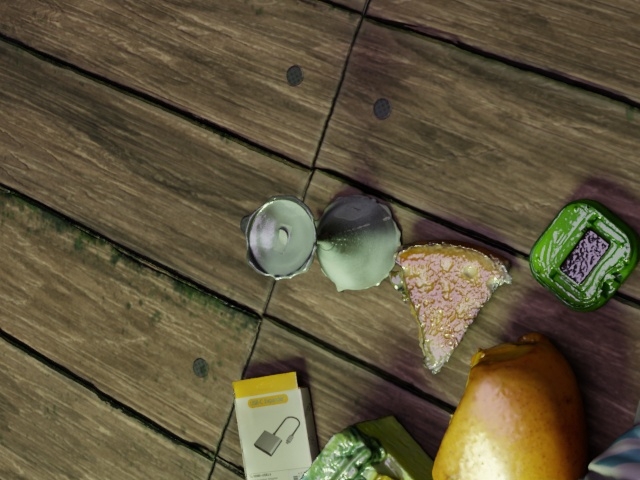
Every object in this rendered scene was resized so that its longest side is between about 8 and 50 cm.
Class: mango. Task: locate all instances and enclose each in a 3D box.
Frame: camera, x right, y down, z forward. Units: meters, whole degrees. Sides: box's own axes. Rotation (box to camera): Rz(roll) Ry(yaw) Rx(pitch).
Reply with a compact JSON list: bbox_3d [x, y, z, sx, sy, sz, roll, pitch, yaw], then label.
[{"bbox_3d":[0.253,0.304,1.711,0.199,0.201,0.349,12,104,63],"label":"mango"}]

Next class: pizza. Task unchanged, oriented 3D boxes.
[{"bbox_3d":[0.181,0.096,1.830,0.185,0.052,0.195,9,89,23],"label":"pizza"}]

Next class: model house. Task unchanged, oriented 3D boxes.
[{"bbox_3d":[0.086,0.393,1.815,0.211,0.170,0.194,44,108,23],"label":"model house"}]

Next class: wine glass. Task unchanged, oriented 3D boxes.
[{"bbox_3d":[0.000,0.000,1.833,0.156,0.232,0.156,-1,88,30],"label":"wine glass"}]

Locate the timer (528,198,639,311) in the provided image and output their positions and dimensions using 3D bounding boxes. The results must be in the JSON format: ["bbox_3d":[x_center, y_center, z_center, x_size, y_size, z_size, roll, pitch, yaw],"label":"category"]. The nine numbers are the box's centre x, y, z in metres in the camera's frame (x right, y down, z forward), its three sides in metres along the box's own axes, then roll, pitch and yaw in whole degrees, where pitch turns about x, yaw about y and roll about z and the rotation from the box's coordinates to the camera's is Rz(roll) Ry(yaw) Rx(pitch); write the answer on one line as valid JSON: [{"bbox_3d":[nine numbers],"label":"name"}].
[{"bbox_3d":[0.358,0.020,1.729,0.128,0.047,0.140,43,110,23],"label":"timer"}]

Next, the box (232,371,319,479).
[{"bbox_3d":[-0.062,0.333,1.980,0.129,0.033,0.247,-12,83,31],"label":"box"}]

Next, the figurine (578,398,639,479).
[{"bbox_3d":[0.379,0.313,1.560,0.266,0.361,0.377,-9,58,30],"label":"figurine"}]
